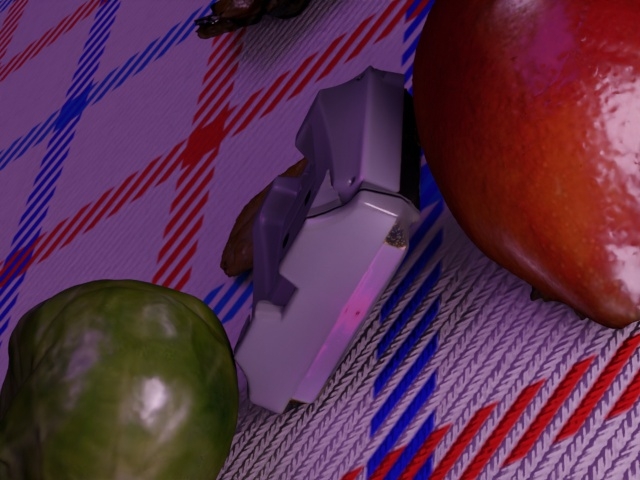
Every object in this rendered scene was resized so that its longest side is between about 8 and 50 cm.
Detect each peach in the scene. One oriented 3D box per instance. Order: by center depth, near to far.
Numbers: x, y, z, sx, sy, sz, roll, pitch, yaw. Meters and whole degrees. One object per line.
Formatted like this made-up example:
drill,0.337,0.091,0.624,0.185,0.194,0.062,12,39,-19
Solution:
peach,0.172,-0.104,1.081,0.257,0.201,0.362,-30,32,28

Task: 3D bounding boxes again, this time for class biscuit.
biscuit,-0.017,-0.042,1.415,0.247,0.029,0.118,-33,26,41

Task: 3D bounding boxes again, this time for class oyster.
oyster,-0.007,-0.354,1.785,0.361,0.096,0.221,-39,23,15

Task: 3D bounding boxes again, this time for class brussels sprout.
brussels sprout,-0.166,0.147,1.221,0.244,0.244,0.244,-34,30,23

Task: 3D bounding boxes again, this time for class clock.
clock,0.000,0.000,1.220,0.186,0.083,0.253,-84,17,-50
